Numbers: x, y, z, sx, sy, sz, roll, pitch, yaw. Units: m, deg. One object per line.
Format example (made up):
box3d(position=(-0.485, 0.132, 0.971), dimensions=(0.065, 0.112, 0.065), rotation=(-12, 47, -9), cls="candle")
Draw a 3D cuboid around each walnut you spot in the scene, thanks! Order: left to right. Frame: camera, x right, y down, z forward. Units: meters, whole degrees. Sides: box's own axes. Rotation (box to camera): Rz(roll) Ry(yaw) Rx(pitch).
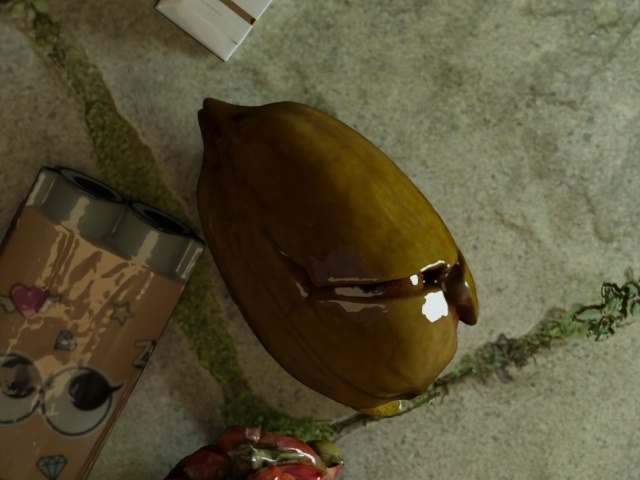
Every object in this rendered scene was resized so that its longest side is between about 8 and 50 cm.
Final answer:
box3d(position=(0.000, 0.000, 1.367), dimensions=(0.209, 0.209, 0.336), rotation=(-41, 90, 3), cls="walnut")

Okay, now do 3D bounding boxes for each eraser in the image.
box3d(position=(-0.248, 0.089, 1.406), dimensions=(0.171, 0.087, 0.290), rotation=(26, 99, -14), cls="eraser")

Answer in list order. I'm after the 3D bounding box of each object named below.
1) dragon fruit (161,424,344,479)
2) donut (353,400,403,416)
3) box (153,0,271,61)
box3d(position=(-0.044, 0.311, 1.407), dimensions=(0.314, 0.296, 0.263), rotation=(5, 73, 23), cls="dragon fruit")
box3d(position=(0.060, 0.125, 1.480), dimensions=(0.097, 0.043, 0.108), rotation=(31, 93, -14), cls="donut")
box3d(position=(-0.075, -0.251, 1.377), dimensions=(0.084, 0.040, 0.154), rotation=(36, 97, -15), cls="box")
